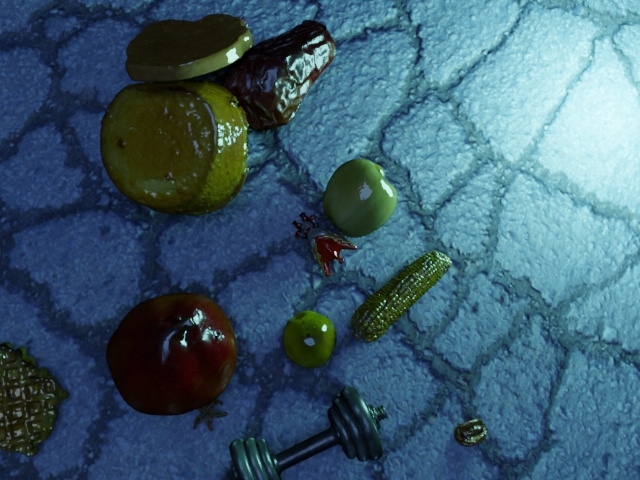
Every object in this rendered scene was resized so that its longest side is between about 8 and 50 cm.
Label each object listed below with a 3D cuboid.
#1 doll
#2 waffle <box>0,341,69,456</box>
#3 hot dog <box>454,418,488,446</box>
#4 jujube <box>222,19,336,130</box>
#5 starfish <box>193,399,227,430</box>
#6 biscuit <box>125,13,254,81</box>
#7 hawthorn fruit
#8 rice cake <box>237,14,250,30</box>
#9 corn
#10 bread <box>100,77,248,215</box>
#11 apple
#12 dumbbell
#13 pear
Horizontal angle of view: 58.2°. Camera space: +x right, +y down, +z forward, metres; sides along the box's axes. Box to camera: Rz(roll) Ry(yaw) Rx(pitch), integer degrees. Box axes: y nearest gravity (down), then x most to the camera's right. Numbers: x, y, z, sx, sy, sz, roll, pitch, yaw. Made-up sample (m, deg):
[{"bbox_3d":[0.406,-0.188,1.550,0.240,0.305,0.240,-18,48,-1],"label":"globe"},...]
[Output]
[{"bbox_3d":[0.000,0.000,1.479,0.109,0.057,0.169,-46,71,2],"label":"doll"},{"bbox_3d":[-0.748,0.390,1.322,0.301,0.058,0.281,-34,82,-10],"label":"waffle"},{"bbox_3d":[0.373,0.475,1.423,0.083,0.035,0.058,-18,77,-9],"label":"hot dog"},{"bbox_3d":[-0.100,-0.433,1.491,0.216,0.216,0.342,37,69,3],"label":"jujube"},{"bbox_3d":[-0.272,0.417,1.377,0.091,0.028,0.078,-43,87,-7],"label":"starfish"},{"bbox_3d":[-0.326,-0.481,1.429,0.312,0.057,0.351,-16,40,-9],"label":"biscuit"},{"bbox_3d":[-0.328,0.251,1.270,0.295,0.311,0.295,0,87,5],"label":"hawthorn fruit"},{"bbox_3d":[-0.301,-0.529,1.558,0.270,0.055,0.049,-36,76,-15],"label":"rice cake"},{"bbox_3d":[0.199,0.138,1.448,0.320,0.097,0.097,-39,84,-14],"label":"corn"},{"bbox_3d":[-0.355,-0.231,1.371,0.358,0.204,0.336,4,91,17],"label":"bread"},{"bbox_3d":[0.100,-0.104,1.443,0.200,0.200,0.200,1,78,-5],"label":"apple"},{"bbox_3d":[-0.032,0.477,1.311,0.406,0.179,0.179,-23,81,-11],"label":"dumbbell"},{"bbox_3d":[-0.023,0.240,1.402,0.141,0.104,0.141,1,82,-8],"label":"pear"}]
